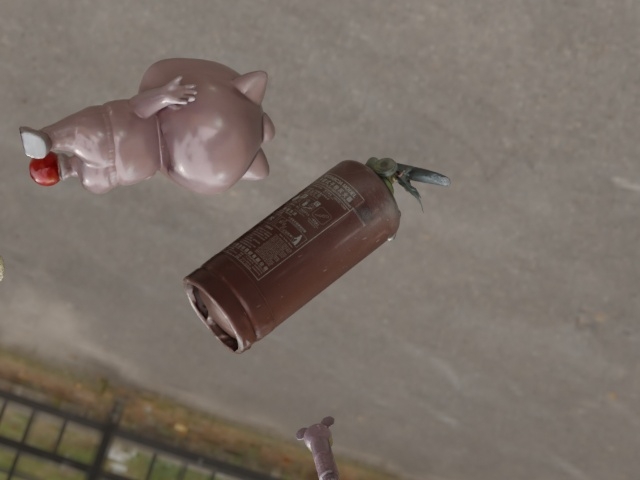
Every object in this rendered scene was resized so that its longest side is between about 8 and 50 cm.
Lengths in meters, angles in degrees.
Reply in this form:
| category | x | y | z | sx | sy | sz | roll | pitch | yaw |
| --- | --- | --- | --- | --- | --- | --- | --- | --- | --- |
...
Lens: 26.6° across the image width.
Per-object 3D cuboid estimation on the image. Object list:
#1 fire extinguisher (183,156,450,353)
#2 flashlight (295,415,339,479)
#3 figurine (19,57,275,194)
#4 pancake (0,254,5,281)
| category | x | y | z | sx | sy | sz | roll | pitch | yaw |
| --- | --- | --- | --- | --- | --- | --- | --- | --- | --- |
| fire extinguisher | 0.000 | 0.000 | 1.335 | 0.105 | 0.269 | 0.105 | 45 | 159 | 23 |
| flashlight | 0.004 | 0.254 | 1.599 | 0.052 | 0.110 | 0.031 | -25 | 125 | 4 |
| figurine | -0.199 | -0.132 | 1.550 | 0.287 | 0.186 | 0.176 | -15 | 130 | -9 |
| pancake | -0.505 | 0.021 | 1.859 | 0.151 | 0.025 | 0.152 | 10 | 149 | 6 |
